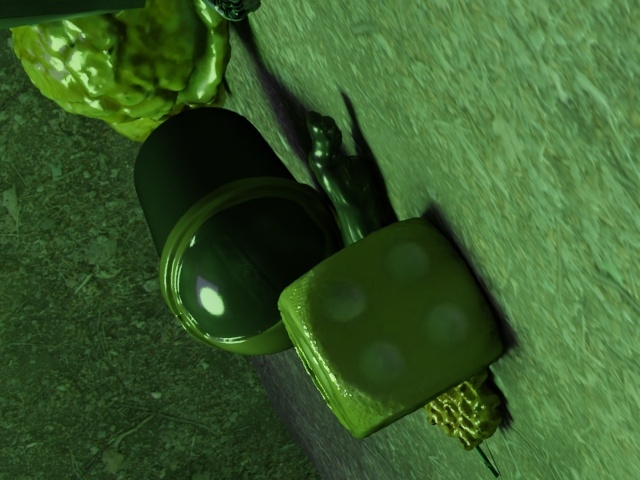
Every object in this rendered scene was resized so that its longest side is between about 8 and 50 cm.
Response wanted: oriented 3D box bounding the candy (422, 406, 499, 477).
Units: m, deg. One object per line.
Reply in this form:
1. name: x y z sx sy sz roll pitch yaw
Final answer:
1. candy: 0.166 0.218 1.861 0.185 0.055 0.049 55 179 -29

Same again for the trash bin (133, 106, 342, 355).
1. trash bin: -0.095 -0.006 1.829 0.334 0.214 0.214 -119 5 -50

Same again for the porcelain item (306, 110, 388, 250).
1. porcelain item: 0.027 -0.053 1.676 0.081 0.069 0.216 -110 -3 -53

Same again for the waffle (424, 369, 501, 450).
1. waffle: 0.131 0.144 1.729 0.191 0.038 0.191 48 157 28

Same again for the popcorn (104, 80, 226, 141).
1. popcorn: -0.229 -0.242 2.269 0.203 0.226 0.200 20 -162 14

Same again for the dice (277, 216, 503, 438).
1. dice: 0.067 0.087 1.567 0.166 0.169 0.169 60 172 8

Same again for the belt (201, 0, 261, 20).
1. belt: -0.088 -0.295 1.313 0.207 0.150 0.257 54 175 -22

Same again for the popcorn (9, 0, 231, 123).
1. popcorn: -0.239 -0.281 1.882 0.247 0.282 0.282 58 172 48

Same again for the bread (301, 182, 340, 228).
1. bread: 0.000 0.000 2.014 0.122 0.073 0.149 48 167 35

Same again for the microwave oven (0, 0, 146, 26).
1. microwave oven: -0.365 -0.403 1.431 0.236 0.374 0.432 -20 -75 -59
